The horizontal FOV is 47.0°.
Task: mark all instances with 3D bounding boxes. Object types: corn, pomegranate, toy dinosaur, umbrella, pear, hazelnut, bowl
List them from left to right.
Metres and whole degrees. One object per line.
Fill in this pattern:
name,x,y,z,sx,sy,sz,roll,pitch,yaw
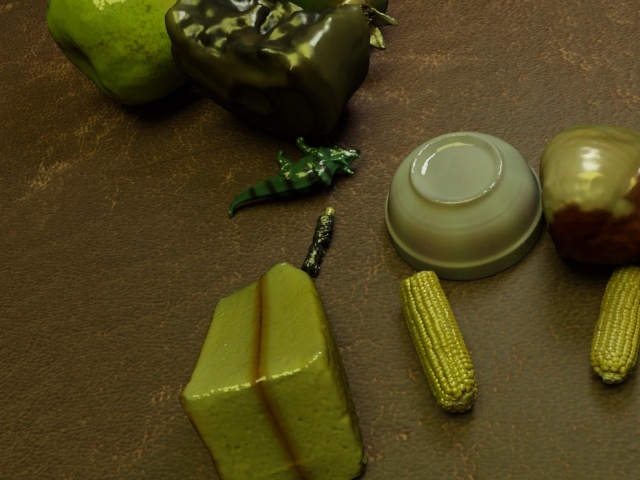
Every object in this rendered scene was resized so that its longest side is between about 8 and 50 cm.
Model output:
pear,-0.414,-0.514,1.701,0.391,0.391,0.391,-9,53,12
toy dinosaur,-0.059,-0.137,1.485,0.292,0.079,0.120,-12,51,14
umbrella,0.000,0.000,1.388,0.040,0.037,0.144,4,59,28
pomegranate,0.022,-0.544,1.604,0.290,0.291,0.323,-28,30,-2
corn,0.188,0.157,1.185,0.081,0.081,0.248,-19,52,5
bowl,0.248,-0.085,1.301,0.287,0.144,0.287,-9,53,12
hazelnut,0.453,-0.068,1.185,0.261,0.241,0.261,9,38,-7
corn,0.459,0.126,1.126,0.067,0.067,0.206,11,57,25

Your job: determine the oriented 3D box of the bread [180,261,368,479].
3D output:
bread,-0.069,0.220,1.245,0.233,0.245,0.362,-19,22,7

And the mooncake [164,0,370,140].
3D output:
mooncake,-0.100,-0.386,1.474,0.246,0.393,0.394,-55,20,-20
